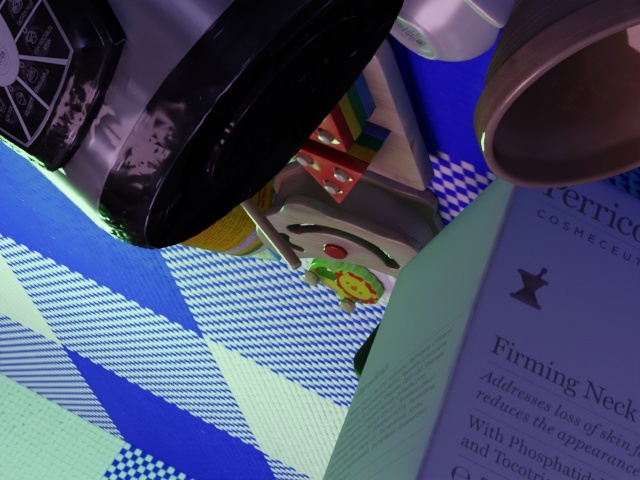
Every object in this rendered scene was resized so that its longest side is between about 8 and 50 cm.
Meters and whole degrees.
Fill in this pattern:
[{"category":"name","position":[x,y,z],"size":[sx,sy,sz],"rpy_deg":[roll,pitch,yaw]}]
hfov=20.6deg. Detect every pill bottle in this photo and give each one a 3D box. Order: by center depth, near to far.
[{"category":"pill bottle","position":[-0.162,-0.063,2.094],"size":[0.136,0.136,0.245],"rpy_deg":[15,-178,41]}]

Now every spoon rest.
[{"category":"spoon rest","position":[0.120,-0.219,1.565],"size":[0.137,0.084,0.276],"rpy_deg":[40,172,-11]}]

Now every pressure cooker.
[{"category":"pressure cooker","position":[-0.179,-0.243,1.486],"size":[0.420,0.370,0.375],"rpy_deg":[43,172,9]}]

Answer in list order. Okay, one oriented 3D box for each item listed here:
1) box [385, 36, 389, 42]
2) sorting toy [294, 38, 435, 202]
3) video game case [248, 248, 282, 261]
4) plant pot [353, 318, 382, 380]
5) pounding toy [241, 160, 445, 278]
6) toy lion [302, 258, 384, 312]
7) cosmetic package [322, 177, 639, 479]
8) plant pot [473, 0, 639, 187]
[{"category":"box","position":[-0.017,-0.224,1.812],"size":[0.201,0.021,0.164],"rpy_deg":[27,159,19]},{"category":"sorting toy","position":[-0.031,-0.144,1.857],"size":[0.257,0.089,0.255],"rpy_deg":[23,159,26]},{"category":"video game case","position":[-0.137,-0.031,2.440],"size":[0.119,0.015,0.166],"rpy_deg":[7,147,51]},{"category":"plant pot","position":[0.148,0.147,2.197],"size":[0.187,0.188,0.167],"rpy_deg":[40,172,-18]},{"category":"pounding toy","position":[0.000,0.000,2.037],"size":[0.269,0.155,0.154],"rpy_deg":[21,155,1]},{"category":"toy lion","position":[0.034,0.053,2.353],"size":[0.100,0.034,0.096],"rpy_deg":[36,153,-4]},{"category":"cosmetic package","position":[0.219,0.193,1.715],"size":[0.329,0.394,0.327],"rpy_deg":[27,149,-9]},{"category":"plant pot","position":[0.223,-0.150,1.414],"size":[0.237,0.237,0.110],"rpy_deg":[79,172,-62]}]
